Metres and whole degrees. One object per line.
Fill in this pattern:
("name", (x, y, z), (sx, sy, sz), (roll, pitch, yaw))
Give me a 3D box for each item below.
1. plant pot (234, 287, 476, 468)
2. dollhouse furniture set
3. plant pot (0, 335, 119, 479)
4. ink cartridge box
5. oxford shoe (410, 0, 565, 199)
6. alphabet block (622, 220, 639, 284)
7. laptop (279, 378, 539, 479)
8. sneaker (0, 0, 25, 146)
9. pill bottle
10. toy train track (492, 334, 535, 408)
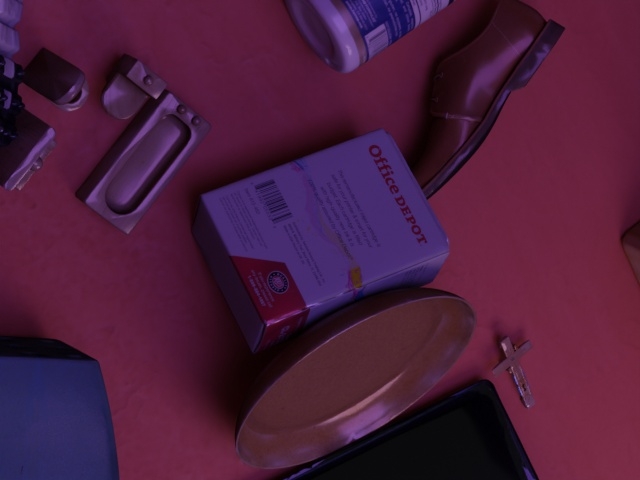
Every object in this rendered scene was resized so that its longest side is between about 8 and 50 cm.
("plant pot", (0.025, 0.112, 1.685), (0.236, 0.032, 0.236), (-26, 153, -14))
("dollhouse furniture set", (-0.166, -0.070, 1.553), (0.151, 0.123, 0.144), (40, 86, -29))
("plant pot", (-0.253, 0.197, 1.575), (0.165, 0.166, 0.234), (5, 94, -27))
("ink cartridge box", (0.000, 0.000, 1.647), (0.175, 0.072, 0.127), (-21, 70, -19))
("oxford shoe", (0.121, -0.117, 1.721), (0.076, 0.076, 0.212), (35, 90, 1))
("alphabet block", (0.432, 0.041, 1.831), (0.193, 0.197, 0.192), (-33, 115, -14))
("laptop", (0.055, 0.405, 1.852), (0.382, 0.236, 0.408), (-24, 143, -17))
("sneaker", (-0.271, -0.189, 1.491), (0.106, 0.078, 0.234), (4, 83, 13))
("pill bottle", (0.061, -0.220, 1.636), (0.169, 0.094, 0.094), (-35, 117, -13))
("toy train track", (0.180, 0.121, 1.838), (0.048, 0.014, 0.083), (-37, 123, -20))
